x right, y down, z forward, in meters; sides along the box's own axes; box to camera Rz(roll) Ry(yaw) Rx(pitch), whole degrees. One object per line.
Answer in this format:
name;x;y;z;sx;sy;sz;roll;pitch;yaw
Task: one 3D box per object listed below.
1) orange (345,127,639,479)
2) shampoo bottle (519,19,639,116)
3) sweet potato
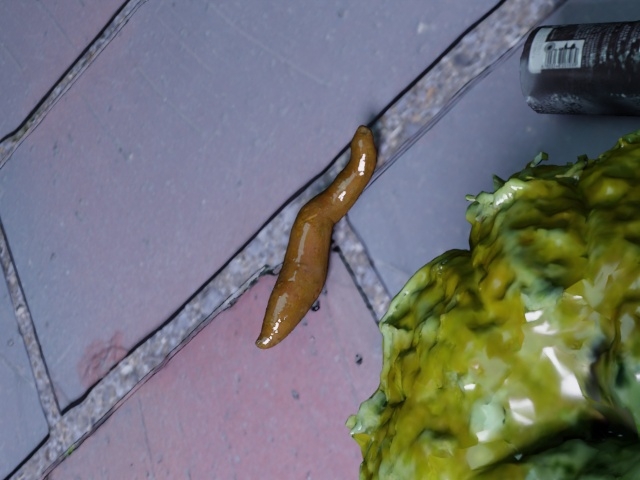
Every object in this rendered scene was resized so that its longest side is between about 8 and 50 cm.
orange;0.154;0.091;0.495;0.300;0.223;0.301;3;77;34
shampoo bottle;0.218;-0.100;0.604;0.207;0.063;0.057;6;91;40
sweet potato;-0.004;-0.001;0.770;0.044;0.044;0.179;22;84;41
